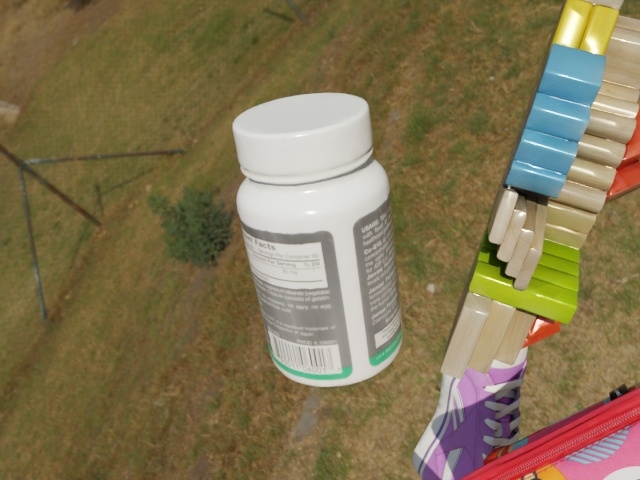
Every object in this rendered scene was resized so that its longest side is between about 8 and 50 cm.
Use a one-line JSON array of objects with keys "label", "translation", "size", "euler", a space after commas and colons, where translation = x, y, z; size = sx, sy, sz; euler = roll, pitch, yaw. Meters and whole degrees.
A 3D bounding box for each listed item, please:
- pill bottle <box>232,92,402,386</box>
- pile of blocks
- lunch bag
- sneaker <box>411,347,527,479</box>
[{"label": "pill bottle", "translation": [0.000, 0.000, 0.831], "size": [0.204, 0.361, 0.204], "euler": [-6, 28, 3]}, {"label": "pile of blocks", "translation": [0.208, -0.041, 0.502], "size": [0.112, 0.149, 0.362], "euler": [18, 104, 12]}, {"label": "lunch bag", "translation": [0.249, 0.213, 0.530], "size": [0.258, 0.293, 0.120], "euler": [-39, 58, 21]}, {"label": "sneaker", "translation": [0.215, 0.234, 0.727], "size": [0.161, 0.102, 0.282], "euler": [-129, 41, -50]}]
